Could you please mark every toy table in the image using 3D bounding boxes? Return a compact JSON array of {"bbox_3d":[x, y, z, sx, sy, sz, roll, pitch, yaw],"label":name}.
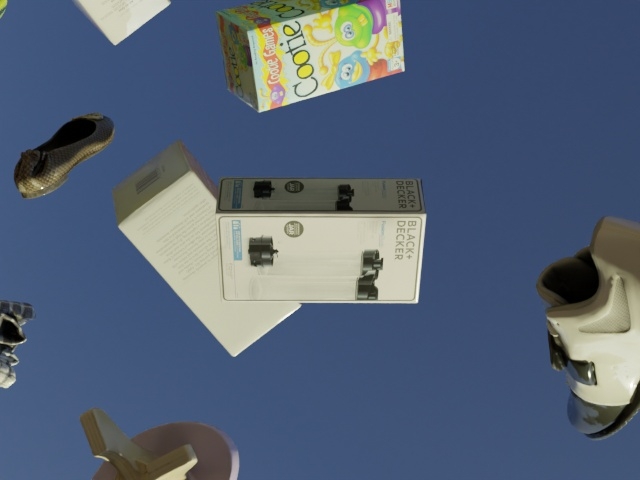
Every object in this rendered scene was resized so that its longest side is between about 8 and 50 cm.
[{"bbox_3d":[-0.270,0.373,1.508,0.274,0.161,0.252,-41,-110,8],"label":"toy table"}]

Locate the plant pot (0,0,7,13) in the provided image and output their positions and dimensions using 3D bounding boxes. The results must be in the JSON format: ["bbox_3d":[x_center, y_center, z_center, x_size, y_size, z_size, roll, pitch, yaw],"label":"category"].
[{"bbox_3d":[-0.639,-0.359,1.534,0.207,0.228,0.227,-50,-161,-11],"label":"plant pot"}]

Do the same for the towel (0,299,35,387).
[{"bbox_3d":[-0.572,0.105,1.475,0.283,0.235,0.121,-5,-124,52],"label":"towel"}]

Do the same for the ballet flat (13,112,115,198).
[{"bbox_3d":[-0.352,-0.132,1.386,0.084,0.250,0.058,-9,-65,18],"label":"ballet flat"}]

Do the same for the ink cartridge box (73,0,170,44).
[{"bbox_3d":[-0.201,-0.246,0.819,0.063,0.150,0.109,-39,-137,-5],"label":"ink cartridge box"}]

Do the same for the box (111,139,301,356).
[{"bbox_3d":[-0.218,0.012,1.907,0.168,0.345,0.215,-37,-155,1],"label":"box"}]

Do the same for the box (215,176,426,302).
[{"bbox_3d":[0.000,0.000,1.435,0.087,0.289,0.169,-92,-177,-52],"label":"box"}]

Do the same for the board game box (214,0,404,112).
[{"bbox_3d":[-0.015,-0.332,1.689,0.142,0.275,0.144,42,-35,53],"label":"board game box"}]

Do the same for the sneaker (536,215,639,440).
[{"bbox_3d":[0.272,0.078,0.970,0.146,0.122,0.331,26,-32,12],"label":"sneaker"}]
